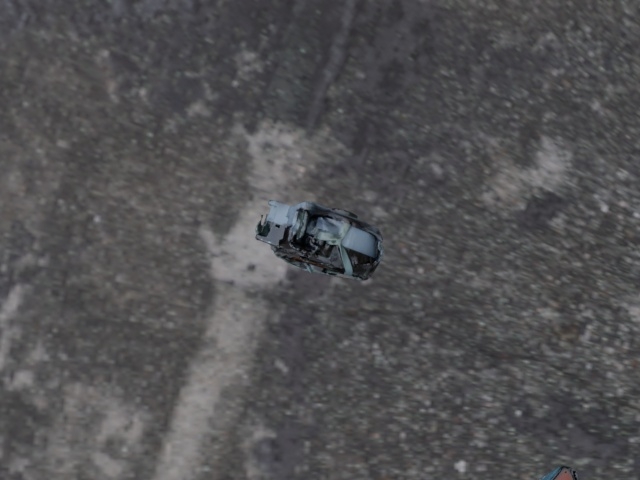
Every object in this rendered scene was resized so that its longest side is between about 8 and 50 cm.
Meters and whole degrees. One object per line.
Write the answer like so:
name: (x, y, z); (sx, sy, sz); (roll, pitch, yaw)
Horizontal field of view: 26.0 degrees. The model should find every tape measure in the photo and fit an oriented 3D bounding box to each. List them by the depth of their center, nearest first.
tape measure: (0.001, 0.001, 1.121); (0.091, 0.094, 0.054); (5, 76, 57)

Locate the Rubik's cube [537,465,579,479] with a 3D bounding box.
Rubik's cube: (0.085, 0.317, 1.111); (0.250, 0.234, 0.284); (25, 136, 63)
